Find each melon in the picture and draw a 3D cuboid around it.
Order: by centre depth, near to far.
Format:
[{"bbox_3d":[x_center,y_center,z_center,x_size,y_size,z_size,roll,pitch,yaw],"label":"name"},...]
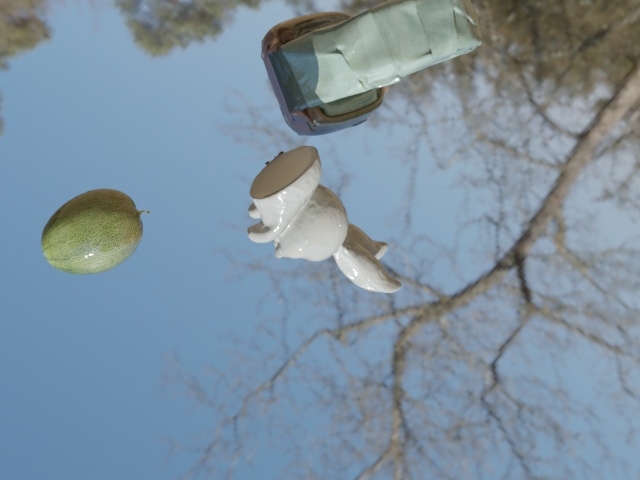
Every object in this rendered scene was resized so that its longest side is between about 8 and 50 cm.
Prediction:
[{"bbox_3d":[-0.378,-0.015,2.173,0.139,0.192,0.139,156,90,-89],"label":"melon"}]

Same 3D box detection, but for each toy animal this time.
[{"bbox_3d":[-0.002,-0.002,1.578,0.221,0.130,0.104,52,-179,-31],"label":"toy animal"}]

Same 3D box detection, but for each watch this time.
[{"bbox_3d":[0.083,-0.247,1.664,0.253,0.241,0.162,-27,-82,-50],"label":"watch"}]
